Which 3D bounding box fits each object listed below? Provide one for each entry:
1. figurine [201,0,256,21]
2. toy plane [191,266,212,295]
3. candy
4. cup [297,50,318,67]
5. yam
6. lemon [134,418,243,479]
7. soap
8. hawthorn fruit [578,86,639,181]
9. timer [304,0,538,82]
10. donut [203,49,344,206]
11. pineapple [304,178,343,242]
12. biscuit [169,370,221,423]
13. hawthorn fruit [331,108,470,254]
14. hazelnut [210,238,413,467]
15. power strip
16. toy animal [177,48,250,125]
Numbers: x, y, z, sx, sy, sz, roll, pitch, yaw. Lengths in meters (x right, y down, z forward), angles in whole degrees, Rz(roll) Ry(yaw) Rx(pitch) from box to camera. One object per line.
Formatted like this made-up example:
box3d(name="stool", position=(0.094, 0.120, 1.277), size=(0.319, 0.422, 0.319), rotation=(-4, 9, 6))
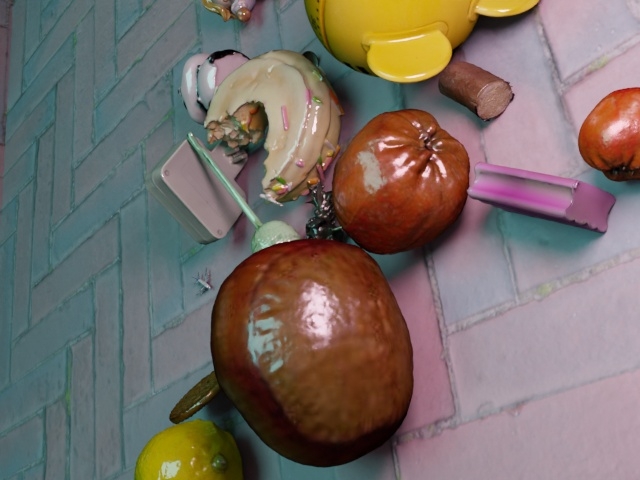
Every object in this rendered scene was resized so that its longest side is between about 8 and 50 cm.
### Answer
box3d(name="figurine", position=(-0.188, -0.692, 2.160), size=(0.274, 0.133, 0.194), rotation=(-42, 72, 26))
box3d(name="toy plane", position=(-0.301, 0.109, 2.102), size=(0.084, 0.024, 0.078), rotation=(25, 97, 45))
box3d(name="candy", position=(-0.186, -0.091, 1.865), size=(0.440, 0.119, 0.119), rotation=(50, 118, 22))
box3d(name="cup", position=(-0.045, -0.414, 1.957), size=(0.054, 0.075, 0.083), rotation=(-45, 28, -23))
box3d(name="yam", position=(0.279, -0.276, 1.486), size=(0.084, 0.084, 0.127), rotation=(-60, 41, 17))
box3d(name="lemon", position=(-0.291, 0.513, 1.795), size=(0.288, 0.233, 0.233), rotation=(-37, 52, 49))
box3d(name="soap", position=(0.348, -0.070, 1.303), size=(0.203, 0.122, 0.065), rotation=(20, 94, 50))
box3d(name="hawthorn fruit", position=(0.452, -0.160, 1.203), size=(0.133, 0.133, 0.138), rotation=(-3, 65, 50))
box3d(name="timer", position=(0.162, -0.443, 1.499), size=(0.387, 0.376, 0.376), rotation=(40, 110, 30))
box3d(name="donut", position=(-0.093, -0.272, 1.852), size=(0.371, 0.150, 0.307), rotation=(45, 108, 38))
box3d(name="pineapple", position=(0.000, 0.000, 1.715), size=(0.125, 0.125, 0.251), rotation=(-26, 55, 43))
box3d(name="biscuit", position=(-0.274, 0.357, 1.898), size=(0.188, 0.027, 0.188), rotation=(-38, 8, 6))
box3d(name="hawthorn fruit", position=(0.144, -0.102, 1.474), size=(0.261, 0.258, 0.258), rotation=(89, 159, -44))
box3d(name="hazelnut", position=(-0.026, 0.205, 1.481), size=(0.421, 0.353, 0.420), rotation=(20, 127, 30))
box3d(name="power strip", position=(-0.265, -0.155, 2.002), size=(0.141, 0.229, 0.261), rotation=(-19, 29, 42))
box3d(name="toy animal", position=(-0.273, -0.393, 2.121), size=(0.235, 0.165, 0.187), rotation=(4, 98, 48))
